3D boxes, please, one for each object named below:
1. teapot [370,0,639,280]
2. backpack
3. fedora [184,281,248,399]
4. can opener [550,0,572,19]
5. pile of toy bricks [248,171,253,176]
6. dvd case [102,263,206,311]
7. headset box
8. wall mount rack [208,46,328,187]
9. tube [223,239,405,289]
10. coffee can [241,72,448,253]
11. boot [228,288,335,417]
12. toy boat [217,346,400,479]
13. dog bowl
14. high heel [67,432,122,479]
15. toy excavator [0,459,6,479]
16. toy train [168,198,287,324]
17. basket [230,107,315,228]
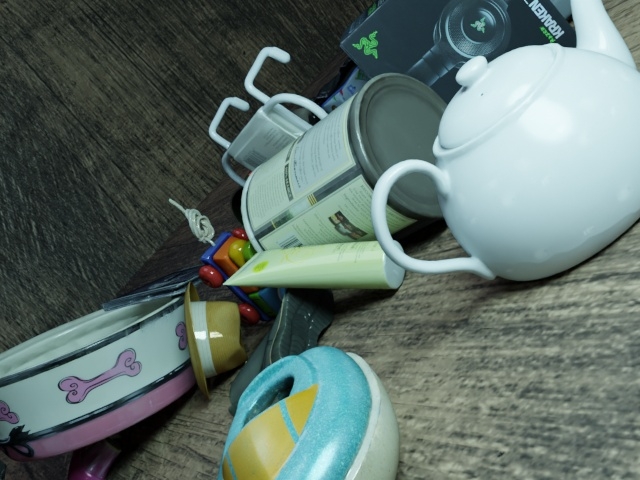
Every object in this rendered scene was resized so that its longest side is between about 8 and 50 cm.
[{"bbox_3d":[0.196,-0.095,0.827,0.252,0.187,0.256,-35,18,38],"label":"teapot"},{"bbox_3d":[0.136,-0.308,1.573,0.277,0.213,0.263,-55,1,-13],"label":"backpack"},{"bbox_3d":[-0.156,0.146,1.304,0.079,0.194,0.194,-10,14,-3],"label":"fedora"},{"bbox_3d":[0.296,-0.325,1.398,0.283,0.095,0.076,-46,12,26],"label":"can opener"},{"bbox_3d":[-0.044,-0.032,1.402,0.118,0.212,0.105,25,52,31],"label":"pile of toy bricks"},{"bbox_3d":[-0.242,0.070,1.472,0.164,0.018,0.221,-14,6,29],"label":"dvd case"},{"bbox_3d":[0.199,-0.300,1.288,0.283,0.246,0.131,-39,14,19],"label":"headset box"},{"bbox_3d":[-0.014,-0.164,1.409,0.131,0.304,0.350,-64,14,-24],"label":"wall mount rack"},{"bbox_3d":[-0.009,0.034,1.110,0.240,0.070,0.062,-3,74,33],"label":"tube"},{"bbox_3d":[0.044,-0.077,1.185,0.275,0.201,0.201,-30,20,48],"label":"coffee can"},{"bbox_3d":[-0.060,0.136,1.153,0.137,0.077,0.198,-42,12,34],"label":"boot"},{"bbox_3d":[-0.073,0.224,0.758,0.318,0.148,0.267,-44,14,4],"label":"toy boat"},{"bbox_3d":[-0.377,0.218,1.416,0.407,0.150,0.408,-20,7,3],"label":"dog bowl"},{"bbox_3d":[-0.397,0.371,1.463,0.117,0.082,0.244,-53,21,-10],"label":"high heel"},{"bbox_3d":[-0.451,0.493,1.018,0.445,0.222,0.433,-58,15,-14],"label":"toy excavator"},{"bbox_3d":[-0.124,0.018,1.317,0.105,0.248,0.143,-52,20,-27],"label":"toy train"},{"bbox_3d":[-0.054,-0.136,1.680,0.227,0.154,0.204,-63,11,-28],"label":"basket"}]
